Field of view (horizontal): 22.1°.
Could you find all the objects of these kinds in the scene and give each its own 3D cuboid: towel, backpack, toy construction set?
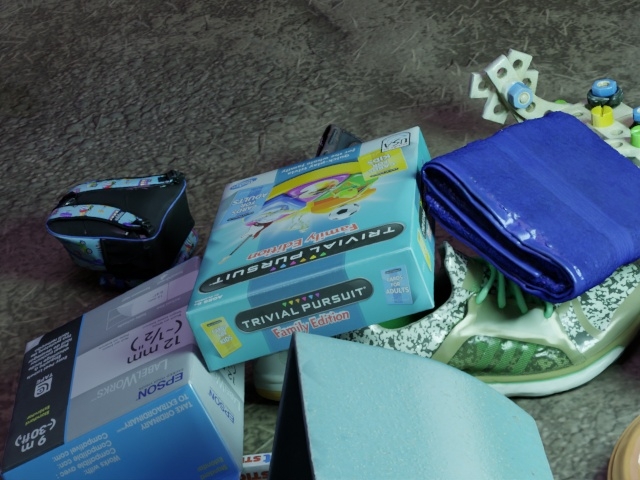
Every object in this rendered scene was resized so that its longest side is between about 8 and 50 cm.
[{"bbox_3d":[0.269,-0.038,1.892,0.227,0.076,0.308,43,36,18],"label":"towel"},{"bbox_3d":[-0.270,-0.013,2.186,0.173,0.117,0.158,1,36,17],"label":"backpack"},{"bbox_3d":[0.338,-0.130,2.173,0.215,0.151,0.328,-21,46,-14],"label":"toy construction set"}]

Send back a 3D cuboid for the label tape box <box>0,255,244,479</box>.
[{"bbox_3d":[-0.215,0.199,1.799,0.249,0.115,0.348,-26,29,15],"label":"label tape box"}]

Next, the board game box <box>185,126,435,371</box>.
[{"bbox_3d":[0.000,0.000,1.849,0.253,0.079,0.336,-17,23,12],"label":"board game box"}]

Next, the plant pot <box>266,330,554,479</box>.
[{"bbox_3d":[0.089,0.260,1.584,0.252,0.248,0.247,4,32,-10],"label":"plant pot"}]

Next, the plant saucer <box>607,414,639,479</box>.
[{"bbox_3d":[0.387,0.233,1.653,0.200,0.037,0.200,-11,50,13],"label":"plant saucer"}]

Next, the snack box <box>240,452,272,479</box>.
[{"bbox_3d":[-0.030,0.256,1.768,0.178,0.064,0.022,-7,33,6],"label":"snack box"}]

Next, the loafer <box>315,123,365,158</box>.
[{"bbox_3d":[-0.019,-0.055,2.167,0.095,0.109,0.302,43,40,-1],"label":"loafer"}]

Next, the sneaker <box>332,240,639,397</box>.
[{"bbox_3d":[0.189,0.080,1.857,0.410,0.182,0.158,-18,34,-11],"label":"sneaker"}]

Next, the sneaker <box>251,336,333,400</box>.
[{"bbox_3d":[-0.004,0.062,1.990,0.111,0.131,0.296,0,34,20],"label":"sneaker"}]
